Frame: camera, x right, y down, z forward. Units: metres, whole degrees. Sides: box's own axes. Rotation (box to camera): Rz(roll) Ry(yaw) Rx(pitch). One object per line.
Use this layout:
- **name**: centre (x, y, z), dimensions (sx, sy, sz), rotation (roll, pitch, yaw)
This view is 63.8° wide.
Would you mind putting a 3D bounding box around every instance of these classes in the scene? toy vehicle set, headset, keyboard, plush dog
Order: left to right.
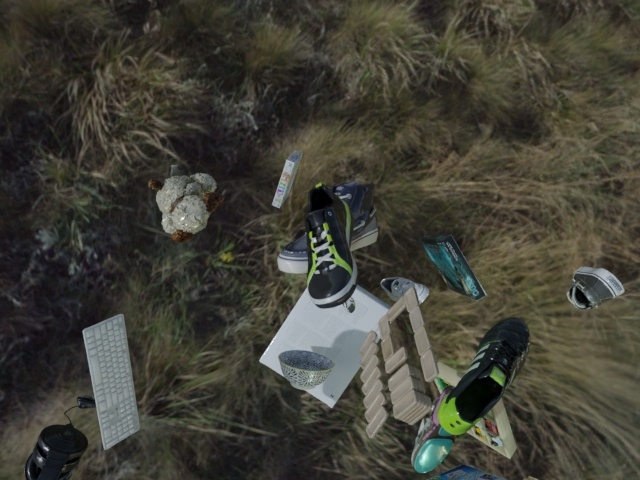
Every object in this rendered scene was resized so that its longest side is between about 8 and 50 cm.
- **headset**: centre (-0.724, 0.619, 1.461), dimensions (0.185, 0.243, 0.394), rotation (26, 35, -19)
- **keyboard**: centre (-0.365, 0.252, 0.906), dimensions (0.072, 0.014, 0.256), rotation (-29, 127, -50)
- **plush dog**: centre (-0.465, -0.118, 1.775), dimensions (0.225, 0.210, 0.262), rotation (40, 92, 33)
- **toy vehicle set**: centre (0.377, 0.416, 1.257), dimensions (0.035, 0.166, 0.267), rotation (-45, 130, -21)

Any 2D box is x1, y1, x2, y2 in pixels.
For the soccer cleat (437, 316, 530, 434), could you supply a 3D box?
- **soccer cleat**: centre (0.206, 0.157, 0.610), dimensions (0.060, 0.072, 0.179), rotation (42, 65, 10)

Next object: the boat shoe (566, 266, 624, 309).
- **boat shoe**: centre (0.531, 0.099, 1.029), dimensions (0.070, 0.219, 0.077), rotation (-37, 74, 8)

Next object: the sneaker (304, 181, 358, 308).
- **sneaker**: centre (0.000, 0.000, 0.809), dimensions (0.097, 0.084, 0.234), rotation (50, 26, -37)

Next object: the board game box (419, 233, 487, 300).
- **board game box**: centre (0.248, 0.046, 0.984), dimensions (0.026, 0.186, 0.126), rotation (-31, 91, 1)

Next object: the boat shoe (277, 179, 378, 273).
- **boat shoe**: centre (0.019, -0.043, 1.179), dimensions (0.340, 0.127, 0.158), rotation (-26, 119, -53)

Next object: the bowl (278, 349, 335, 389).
- **bowl**: centre (-0.046, 0.390, 1.522), dimensions (0.170, 0.170, 0.080), rotation (6, 98, -20)

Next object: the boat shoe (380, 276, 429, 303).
- **boat shoe**: centre (0.290, 0.178, 1.840), dimensions (0.084, 0.258, 0.095), rotation (40, 74, -14)

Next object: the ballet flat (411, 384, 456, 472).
- **ballet flat**: centre (0.243, 0.384, 1.062), dimensions (0.077, 0.221, 0.079), rotation (9, 32, -14)

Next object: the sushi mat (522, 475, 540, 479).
- **sushi mat**: centre (0.442, 0.528, 0.959), dimensions (0.151, 0.316, 0.019), rotation (-31, 89, -18)

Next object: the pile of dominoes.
- **pile of dominoes**: centre (0.152, 0.236, 0.991), dimensions (0.040, 0.196, 0.251), rotation (29, 29, -19)

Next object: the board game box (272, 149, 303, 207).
- **board game box**: centre (-0.099, -0.185, 1.546), dimensions (0.026, 0.154, 0.103), rotation (22, 28, 2)

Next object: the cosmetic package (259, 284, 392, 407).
- **cosmetic package**: centre (0.023, 0.306, 1.672), dimensions (0.284, 0.097, 0.377), rotation (34, 97, 1)

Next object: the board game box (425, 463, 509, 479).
- **board game box**: centre (0.212, 0.480, 0.887), dimensions (0.305, 0.193, 0.053), rotation (-6, 87, -30)

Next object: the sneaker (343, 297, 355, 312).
- **sneaker**: centre (0.064, 0.153, 1.356), dimensions (0.031, 0.035, 0.083), rotation (-28, 94, -22)
